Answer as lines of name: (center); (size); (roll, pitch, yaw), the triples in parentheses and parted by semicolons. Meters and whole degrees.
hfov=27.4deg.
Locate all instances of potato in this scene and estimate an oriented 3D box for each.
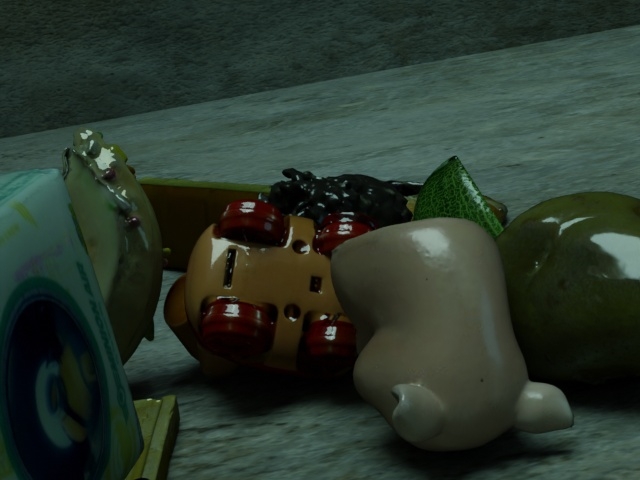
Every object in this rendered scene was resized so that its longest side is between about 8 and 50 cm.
potato: (0.326, 0.052, 1.400); (0.218, 0.202, 0.351); (-20, 18, -39)

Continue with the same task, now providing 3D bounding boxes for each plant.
plant: (0.000, 0.000, 1.790); (0.234, 0.204, 0.178); (-13, 12, -35)

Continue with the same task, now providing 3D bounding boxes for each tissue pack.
tissue pack: (-0.286, 0.130, 1.016); (0.162, 0.287, 0.388); (-11, 16, 14)

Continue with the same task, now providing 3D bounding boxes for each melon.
melon: (0.170, -0.009, 1.682); (0.129, 0.169, 0.265); (-31, 1, 7)

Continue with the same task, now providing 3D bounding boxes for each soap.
soap: (-0.205, 0.232, 1.372); (0.092, 0.037, 0.252); (-9, 17, 3)

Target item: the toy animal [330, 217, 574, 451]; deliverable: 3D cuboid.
toy animal: (0.107, 0.097, 1.348); (0.195, 0.256, 0.213); (-1, -21, -24)

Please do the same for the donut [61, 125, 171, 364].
donut: (-0.345, 0.056, 1.592); (0.371, 0.307, 0.150); (-23, -13, 18)

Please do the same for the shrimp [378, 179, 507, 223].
shrimp: (0.095, -0.061, 2.127); (0.445, 0.085, 0.272); (6, 17, 34)

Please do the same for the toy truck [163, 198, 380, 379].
toy truck: (-0.053, 0.080, 1.565); (0.265, 0.189, 0.239); (10, -25, -6)

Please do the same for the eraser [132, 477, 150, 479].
eraser: (-0.225, 0.299, 1.067); (0.287, 0.086, 0.130); (-21, 21, -36)

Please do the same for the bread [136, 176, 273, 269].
bread: (-0.164, -0.022, 2.022); (0.361, 0.138, 0.077); (6, 20, 40)
